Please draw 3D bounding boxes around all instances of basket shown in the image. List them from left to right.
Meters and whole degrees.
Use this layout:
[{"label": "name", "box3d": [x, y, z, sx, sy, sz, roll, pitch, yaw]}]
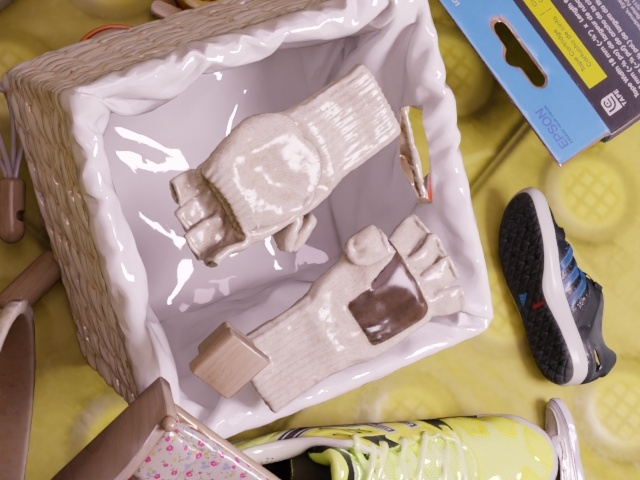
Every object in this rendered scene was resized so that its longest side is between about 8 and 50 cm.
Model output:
[{"label": "basket", "box3d": [-0.067, -0.042, 1.622, 0.331, 0.266, 0.328, -20, 109, -18]}]

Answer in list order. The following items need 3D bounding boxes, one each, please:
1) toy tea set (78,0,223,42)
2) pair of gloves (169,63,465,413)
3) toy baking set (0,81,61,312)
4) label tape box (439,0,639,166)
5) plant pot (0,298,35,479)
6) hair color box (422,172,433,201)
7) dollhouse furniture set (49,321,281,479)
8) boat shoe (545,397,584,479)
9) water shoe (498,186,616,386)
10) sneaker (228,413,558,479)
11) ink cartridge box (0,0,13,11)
[{"label": "toy tea set", "box3d": [-0.101, -0.192, 1.788, 0.200, 0.124, 0.336, 37, 69, -2]}, {"label": "pair of gloves", "box3d": [0.000, 0.000, 1.493, 0.204, 0.042, 0.240, -28, 112, -16]}, {"label": "toy baking set", "box3d": [-0.290, -0.034, 1.683, 0.256, 0.030, 0.197, -44, 119, -45]}, {"label": "label tape box", "box3d": [0.282, -0.239, 1.912, 0.333, 0.106, 0.241, -34, 85, -21]}, {"label": "plant pot", "box3d": [-0.416, 0.191, 1.511, 0.305, 0.334, 0.334, 9, 72, -1]}, {"label": "hair color box", "box3d": [0.110, 0.012, 1.812, 0.043, 0.072, 0.141, 9, 73, -12]}, {"label": "dollhouse furniture set", "box3d": [-0.078, 0.299, 1.483, 0.303, 0.174, 0.355, 38, 107, -27]}, {"label": "boat shoe", "box3d": [0.231, 0.204, 1.808, 0.035, 0.035, 0.100, -8, 83, -19]}, {"label": "water shoe", "box3d": [0.237, 0.046, 1.847, 0.080, 0.073, 0.203, -4, 78, -38]}, {"label": "sneaker", "box3d": [0.049, 0.234, 1.691, 0.384, 0.147, 0.145, -9, 75, -18]}, {"label": "ink cartridge box", "box3d": [-0.344, -0.319, 1.761, 0.190, 0.082, 0.139, 39, 43, 0]}]
